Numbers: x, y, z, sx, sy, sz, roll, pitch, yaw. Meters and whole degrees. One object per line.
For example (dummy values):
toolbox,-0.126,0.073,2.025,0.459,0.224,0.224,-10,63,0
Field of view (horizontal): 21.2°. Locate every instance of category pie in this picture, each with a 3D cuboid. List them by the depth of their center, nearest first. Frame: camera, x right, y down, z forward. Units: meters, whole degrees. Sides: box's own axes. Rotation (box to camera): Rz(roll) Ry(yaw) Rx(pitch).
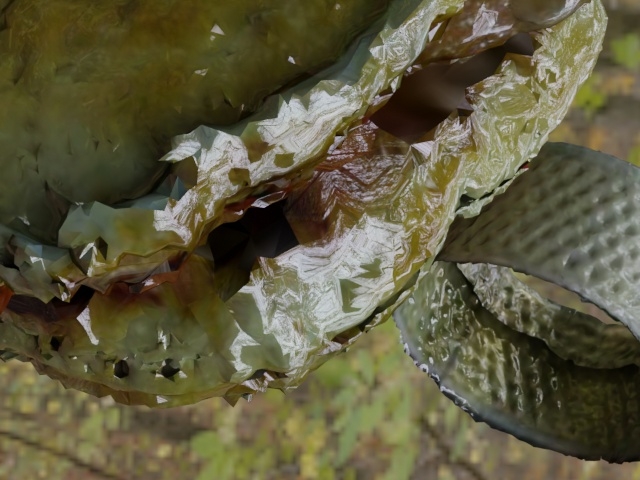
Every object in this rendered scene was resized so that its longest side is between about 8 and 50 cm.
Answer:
pie,-0.092,-0.136,0.731,0.395,0.418,0.180,-41,147,-16

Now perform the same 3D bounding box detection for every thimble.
thimble,0.212,0.056,1.461,0.150,0.270,0.271,-59,150,-29
